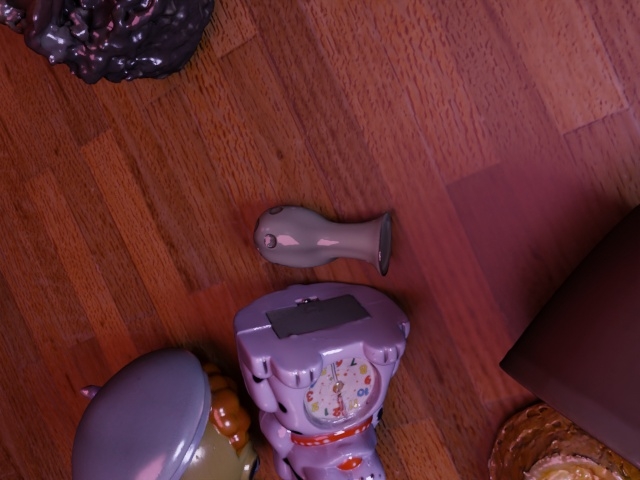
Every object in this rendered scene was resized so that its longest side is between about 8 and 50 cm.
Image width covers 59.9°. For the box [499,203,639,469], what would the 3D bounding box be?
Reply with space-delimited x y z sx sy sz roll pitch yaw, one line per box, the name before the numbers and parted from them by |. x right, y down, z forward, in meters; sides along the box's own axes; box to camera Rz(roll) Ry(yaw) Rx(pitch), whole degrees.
box | 0.316 0.096 0.417 0.301 0.301 0.216 33 90 12

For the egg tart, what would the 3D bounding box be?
egg tart | 0.269 0.261 0.588 0.191 0.074 0.191 4 101 22

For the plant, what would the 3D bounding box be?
plant | -0.235 -0.266 0.583 0.204 0.234 0.178 40 107 15

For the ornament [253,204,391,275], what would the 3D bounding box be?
ornament | 0.000 0.000 0.634 0.156 0.081 0.074 3 69 17

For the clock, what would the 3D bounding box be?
clock | 0.003 0.195 0.633 0.189 0.189 0.253 4 109 20

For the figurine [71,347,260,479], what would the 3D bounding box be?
figurine | -0.164 0.331 0.706 0.225 0.205 0.381 -19 103 30
